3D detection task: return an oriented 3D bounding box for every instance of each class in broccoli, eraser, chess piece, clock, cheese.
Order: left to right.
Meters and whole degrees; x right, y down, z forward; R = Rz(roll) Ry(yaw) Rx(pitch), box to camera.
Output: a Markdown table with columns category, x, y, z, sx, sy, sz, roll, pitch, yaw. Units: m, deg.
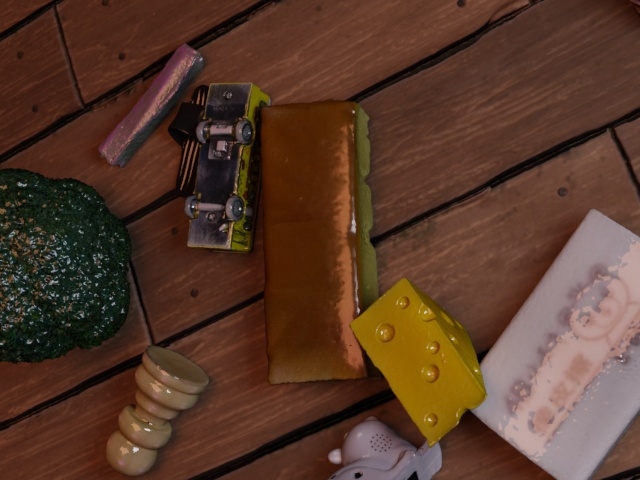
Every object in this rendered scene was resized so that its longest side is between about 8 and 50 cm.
| category | x | y | z | sx | sy | sz | roll | pitch | yaw |
| --- | --- | --- | --- | --- | --- | --- | --- | --- | --- |
| broccoli | -0.399 | 0.042 | 1.664 | 0.297 | 0.298 | 0.297 | -38 | 59 | 58 |
| chess piece | -0.227 | 0.232 | 1.615 | 0.094 | 0.094 | 0.170 | 37 | 105 | 27 |
| clock | 0.048 | 0.282 | 1.436 | 0.117 | 0.080 | 0.176 | 18 | 47 | 36 |
| cheese | 0.126 | 0.149 | 1.390 | 0.093 | 0.126 | 0.171 | -42 | 35 | 13 |
| eraser | 0.299 | 0.121 | 1.365 | 0.174 | 0.095 | 0.270 | 38 | 99 | 24 |

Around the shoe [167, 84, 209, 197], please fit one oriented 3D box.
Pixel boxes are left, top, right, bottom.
| category | x | y | z | sx | sy | sz | roll | pitch | yaw |
| --- | --- | --- | --- | --- | --- | --- | --- | --- | --- |
| shoe | -0.182 | -0.139 | 1.671 | 0.062 | 0.053 | 0.159 | 8 | 88 | 46 |

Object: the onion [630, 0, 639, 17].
| category | x | y | z | sx | sy | sz | roll | pitch | yaw |
| --- | --- | --- | --- | --- | --- | --- | --- | --- | --- |
| onion | 0.426 | -0.367 | 1.327 | 0.207 | 0.206 | 0.216 | -12 | 76 | 24 |

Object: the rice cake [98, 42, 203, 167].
| category | x | y | z | sx | sy | sz | roll | pitch | yaw |
| --- | --- | --- | --- | --- | --- | --- | --- | --- | --- |
| rice cake | -0.238 | -0.190 | 1.721 | 0.047 | 0.036 | 0.206 | 45 | 101 | 16 |

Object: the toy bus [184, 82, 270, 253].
| category | x | y | z | sx | sy | sz | roll | pitch | yaw |
| --- | --- | --- | --- | --- | --- | --- | --- | --- | --- |
| toy bus | -0.125 | -0.096 | 1.626 | 0.081 | 0.074 | 0.226 | 1 | 81 | 26 |

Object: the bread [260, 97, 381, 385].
| category | x | y | z | sx | sy | sz | roll | pitch | yaw |
| --- | --- | --- | --- | --- | --- | --- | --- | --- | --- |
| bread | 0.000 | 0.000 | 1.544 | 0.138 | 0.077 | 0.361 | -8 | 77 | 26 |
